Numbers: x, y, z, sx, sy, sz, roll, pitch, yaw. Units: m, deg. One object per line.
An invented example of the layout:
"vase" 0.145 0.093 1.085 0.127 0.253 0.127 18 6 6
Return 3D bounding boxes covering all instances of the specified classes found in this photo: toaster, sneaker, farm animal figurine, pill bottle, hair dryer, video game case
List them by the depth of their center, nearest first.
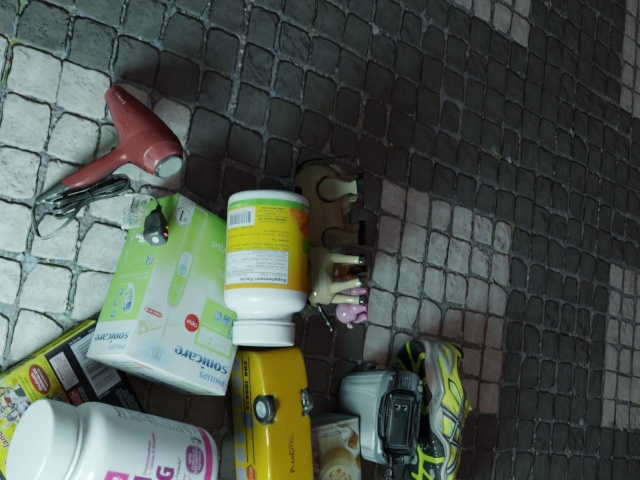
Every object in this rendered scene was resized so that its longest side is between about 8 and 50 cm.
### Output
"pill bottle" -0.311 0.336 1.188 0.283 0.160 0.160 25 71 -37
"video game case" -0.401 0.303 1.241 0.248 0.035 0.274 -36 111 -37
"hair dryer" -0.334 -0.132 1.257 0.224 0.080 0.293 6 60 -3
"pill bottle" -0.089 0.049 1.293 0.136 0.136 0.245 10 76 -40
"farm animal figurine" 0.000 0.000 1.482 0.172 0.330 0.326 -1 87 4
"toaster" 0.117 0.367 1.610 0.129 0.147 0.226 14 77 -39
"sneaker" 0.272 0.408 1.731 0.147 0.145 0.384 -3 90 -27

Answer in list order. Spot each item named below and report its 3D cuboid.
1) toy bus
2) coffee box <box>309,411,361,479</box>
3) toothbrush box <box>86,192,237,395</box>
"toy bus" -0.089 0.362 1.443 0.108 0.130 0.332 -2 89 -42
"coffee box" 0.002 0.474 1.534 0.141 0.098 0.246 -2 88 -42
"toothbrush box" -0.235 0.095 1.318 0.206 0.122 0.283 33 61 -39
